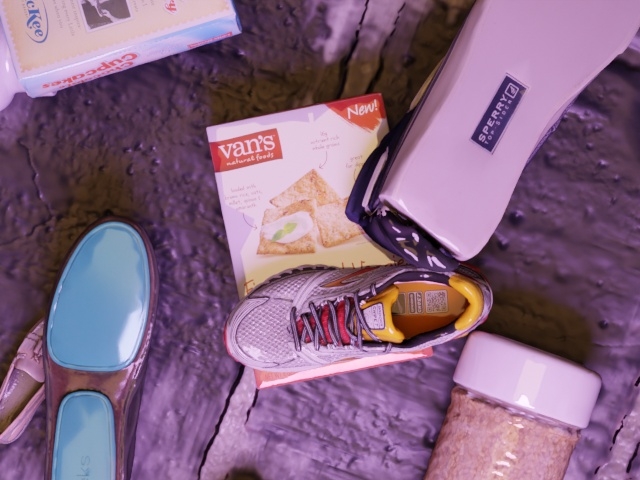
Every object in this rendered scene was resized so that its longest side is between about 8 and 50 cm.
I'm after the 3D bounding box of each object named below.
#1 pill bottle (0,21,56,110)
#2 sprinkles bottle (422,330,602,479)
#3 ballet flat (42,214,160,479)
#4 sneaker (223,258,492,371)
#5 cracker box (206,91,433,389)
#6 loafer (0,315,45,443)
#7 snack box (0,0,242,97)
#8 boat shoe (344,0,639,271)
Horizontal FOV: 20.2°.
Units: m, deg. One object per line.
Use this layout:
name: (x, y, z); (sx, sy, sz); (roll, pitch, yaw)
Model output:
pill bottle: (-0.322, -0.160, 1.550); (0.184, 0.103, 0.103); (-1, 90, 2)
sprinkles bottle: (0.125, 0.259, 1.514); (0.121, 0.121, 0.355); (19, 88, 3)
ballet flat: (-0.194, 0.117, 1.549); (0.095, 0.096, 0.280); (9, 91, 2)
sneaker: (0.030, 0.056, 1.473); (0.225, 0.093, 0.088); (-12, 91, 2)
cracker box: (0.000, 0.000, 1.553); (0.155, 0.067, 0.232); (-12, 89, 2)
loafer: (-0.257, 0.124, 1.580); (0.045, 0.039, 0.125); (27, 92, 3)
snack box: (-0.200, -0.299, 1.495); (0.187, 0.060, 0.322); (-17, 80, 0)
boat shoe: (0.135, -0.129, 1.463); (0.127, 0.158, 0.340); (39, 79, -13)
